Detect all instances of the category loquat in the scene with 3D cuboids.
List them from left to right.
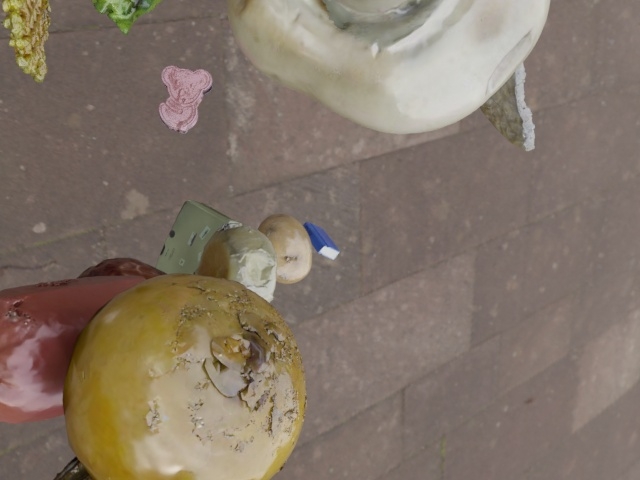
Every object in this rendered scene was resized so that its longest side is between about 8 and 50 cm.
[{"bbox_3d":[-0.126,0.143,0.688,0.235,0.235,0.235,-16,116,-37],"label":"loquat"}]

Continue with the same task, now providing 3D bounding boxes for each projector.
[{"bbox_3d":[-0.276,0.062,1.633,0.088,0.193,0.269,16,100,-59],"label":"projector"}]

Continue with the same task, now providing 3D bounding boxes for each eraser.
[{"bbox_3d":[0.000,0.000,1.599,0.027,0.085,0.063,-47,142,14],"label":"eraser"}]

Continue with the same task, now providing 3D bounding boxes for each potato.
[{"bbox_3d":[-0.070,0.012,1.392,0.112,0.112,0.147,-6,67,-41],"label":"potato"}]

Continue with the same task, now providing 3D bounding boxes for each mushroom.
[{"bbox_3d":[0.055,-0.277,0.784,0.353,0.325,0.353,22,54,-35],"label":"mushroom"}]

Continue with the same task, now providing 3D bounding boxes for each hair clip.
[{"bbox_3d":[-0.326,-0.336,1.699,0.102,0.123,0.138,103,2,-60],"label":"hair clip"}]

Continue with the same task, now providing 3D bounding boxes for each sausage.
[{"bbox_3d":[-0.277,0.118,0.820,0.279,0.152,0.152,-3,108,-60],"label":"sausage"}]

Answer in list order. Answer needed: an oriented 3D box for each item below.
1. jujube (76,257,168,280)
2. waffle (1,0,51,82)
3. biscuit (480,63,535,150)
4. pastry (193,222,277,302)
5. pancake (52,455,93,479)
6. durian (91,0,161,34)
[{"bbox_3d":[-0.310,0.142,1.092,0.213,0.213,0.232,32,87,-44],"label":"jujube"},{"bbox_3d":[-0.534,-0.420,1.312,0.058,0.238,0.243,0,80,-12],"label":"waffle"},{"bbox_3d":[0.346,-0.288,1.382,0.032,0.133,0.250,-39,133,-16],"label":"biscuit"},{"bbox_3d":[-0.136,0.055,1.134,0.088,0.166,0.166,11,98,-35],"label":"pastry"},{"bbox_3d":[-0.264,0.331,0.903,0.257,0.212,0.056,2,114,-49],"label":"pancake"},{"bbox_3d":[-0.234,-0.395,0.662,0.256,0.204,0.339,-38,130,19],"label":"durian"}]
